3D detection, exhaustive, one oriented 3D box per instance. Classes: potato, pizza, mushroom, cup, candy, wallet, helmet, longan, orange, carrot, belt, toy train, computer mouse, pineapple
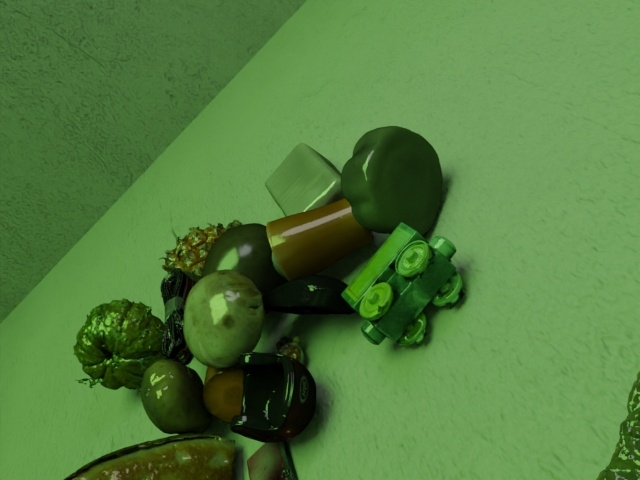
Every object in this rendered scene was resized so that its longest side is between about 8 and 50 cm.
[{"bbox_3d":[-0.358,0.410,1.467,0.141,0.296,0.192,-28,60,-10],"label":"potato"},{"bbox_3d":[-0.343,0.633,1.234,0.406,0.439,0.130,61,138,28],"label":"pizza"},{"bbox_3d":[-0.229,0.192,1.399,0.254,0.184,0.255,-24,50,32],"label":"mushroom"},{"bbox_3d":[0.000,0.000,1.497,0.263,0.226,0.182,-24,73,8],"label":"cup"},{"bbox_3d":[-0.022,-0.140,1.709,0.208,0.145,0.359,-46,33,8],"label":"candy"},{"bbox_3d":[-0.101,0.542,1.253,0.119,0.025,0.232,-45,33,10],"label":"wallet"},{"bbox_3d":[-0.107,0.354,1.288,0.216,0.193,0.189,-31,43,40],"label":"helmet"},{"bbox_3d":[-0.216,0.096,1.627,0.300,0.243,0.300,-48,14,16],"label":"longan"},{"bbox_3d":[-0.640,0.327,1.855,0.223,0.300,0.301,-96,7,-70],"label":"orange"},{"bbox_3d":[-0.230,0.355,1.507,0.159,0.159,0.225,-48,20,5],"label":"carrot"},{"bbox_3d":[-0.420,0.218,1.720,0.126,0.094,0.360,-46,34,13],"label":"belt"},{"bbox_3d":[0.177,0.098,1.239,0.272,0.159,0.188,-50,27,2],"label":"toy train"},{"bbox_3d":[-0.028,0.136,1.416,0.295,0.168,0.087,-13,69,49],"label":"computer mouse"},{"bbox_3d":[-0.408,0.005,1.970,0.344,0.209,0.286,-4,55,50],"label":"pineapple"}]

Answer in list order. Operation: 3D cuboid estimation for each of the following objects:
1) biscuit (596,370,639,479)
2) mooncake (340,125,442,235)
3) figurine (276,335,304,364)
[{"bbox_3d":[0.504,0.269,0.788,0.187,0.036,0.274,9,65,53],"label":"biscuit"},{"bbox_3d":[0.174,-0.138,1.378,0.135,0.275,0.275,-6,54,57],"label":"mooncake"},{"bbox_3d":[-0.085,0.292,1.448,0.143,0.068,0.101,-12,44,60],"label":"figurine"}]
